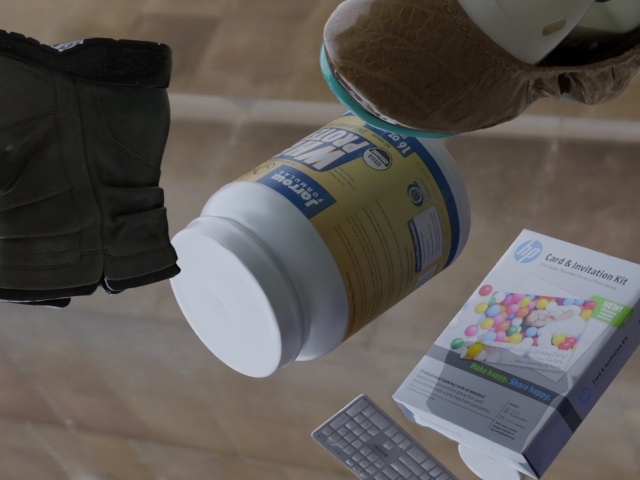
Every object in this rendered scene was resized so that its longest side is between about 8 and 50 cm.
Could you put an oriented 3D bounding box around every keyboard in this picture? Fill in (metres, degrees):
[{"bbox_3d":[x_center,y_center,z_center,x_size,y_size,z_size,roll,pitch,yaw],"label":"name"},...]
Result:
[{"bbox_3d":[0.100,0.252,1.626,0.256,0.072,0.014,43,-157,-25],"label":"keyboard"}]

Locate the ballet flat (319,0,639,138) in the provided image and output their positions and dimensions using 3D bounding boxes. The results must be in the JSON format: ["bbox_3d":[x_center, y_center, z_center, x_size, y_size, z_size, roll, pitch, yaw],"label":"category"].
[{"bbox_3d":[0.131,-0.136,0.950,0.342,0.124,0.116,-8,-115,-55],"label":"ballet flat"}]

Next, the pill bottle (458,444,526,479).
[{"bbox_3d":[0.237,0.187,1.775,0.180,0.108,0.108,-50,-40,-29],"label":"pill bottle"}]

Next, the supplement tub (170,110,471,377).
[{"bbox_3d":[0.000,0.000,1.174,0.200,0.144,0.144,-34,-52,-33],"label":"supplement tub"}]

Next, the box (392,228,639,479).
[{"bbox_3d":[0.166,0.084,1.239,0.186,0.145,0.038,-49,-51,-18],"label":"box"}]

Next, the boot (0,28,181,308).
[{"bbox_3d":[-0.187,-0.039,0.912,0.246,0.083,0.161,0,-90,-33],"label":"boot"}]
